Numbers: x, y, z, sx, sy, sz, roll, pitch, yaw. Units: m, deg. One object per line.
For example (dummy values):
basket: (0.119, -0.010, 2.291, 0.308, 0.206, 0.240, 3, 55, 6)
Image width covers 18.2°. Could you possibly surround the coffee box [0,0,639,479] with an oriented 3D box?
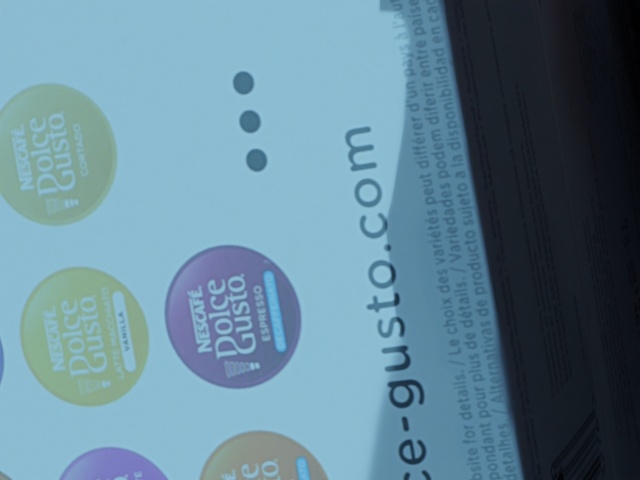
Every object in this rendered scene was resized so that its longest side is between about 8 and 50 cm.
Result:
coffee box: (-0.040, 0.049, 0.871, 0.334, 0.338, 0.338, -8, 95, 19)
